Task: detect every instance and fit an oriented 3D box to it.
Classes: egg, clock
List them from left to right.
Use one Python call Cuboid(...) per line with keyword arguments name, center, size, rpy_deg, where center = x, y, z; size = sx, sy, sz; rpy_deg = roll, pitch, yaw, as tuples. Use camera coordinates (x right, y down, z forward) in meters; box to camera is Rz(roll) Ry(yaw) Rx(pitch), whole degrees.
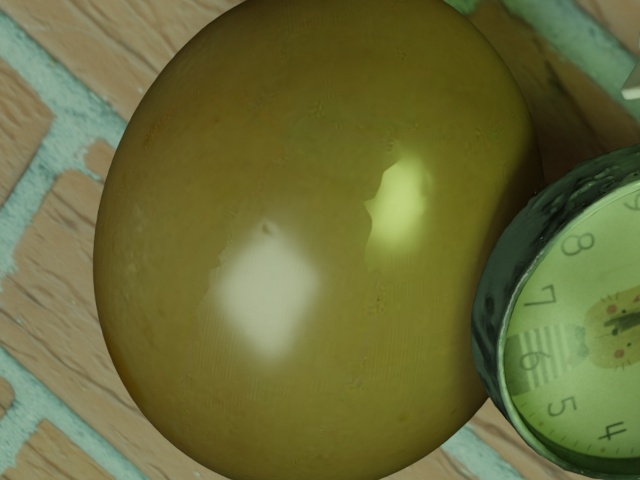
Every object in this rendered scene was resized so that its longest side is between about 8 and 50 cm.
Cuboid(name="egg", center=(0.000, 0.000, 1.079), size=(0.301, 0.301, 0.374), rpy_deg=(29, 137, 13))
Cuboid(name="clock", center=(0.203, 0.047, 0.971), size=(0.226, 0.049, 0.226), rpy_deg=(-6, 119, -10))

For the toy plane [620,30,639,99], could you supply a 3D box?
Cuboid(name="toy plane", center=(0.292, -0.130, 0.894), size=(0.252, 0.118, 0.252), rpy_deg=(18, 134, 20))
